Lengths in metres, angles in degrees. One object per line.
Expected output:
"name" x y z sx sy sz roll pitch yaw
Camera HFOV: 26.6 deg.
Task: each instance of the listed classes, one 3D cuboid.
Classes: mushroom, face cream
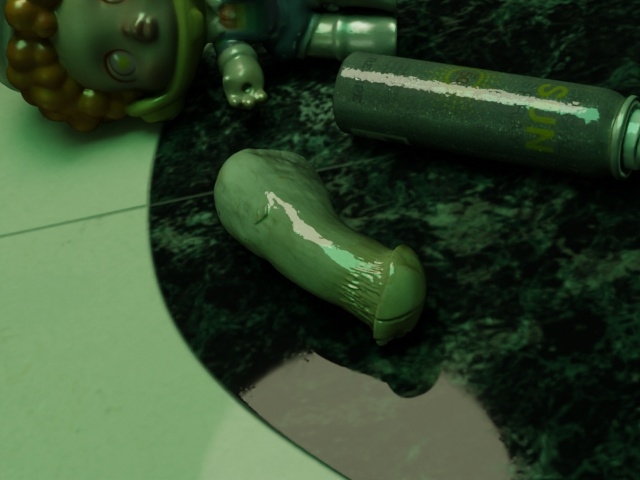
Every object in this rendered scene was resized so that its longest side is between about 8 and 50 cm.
"mushroom" -0.003 0.000 1.054 0.223 0.092 0.081 38 111 43
"face cream" 0.147 -0.101 1.109 0.283 0.073 0.073 13 53 27

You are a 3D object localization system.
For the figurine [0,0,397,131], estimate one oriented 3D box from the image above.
"figurine" -0.118 -0.201 1.253 0.382 0.224 0.205 14 26 -2
